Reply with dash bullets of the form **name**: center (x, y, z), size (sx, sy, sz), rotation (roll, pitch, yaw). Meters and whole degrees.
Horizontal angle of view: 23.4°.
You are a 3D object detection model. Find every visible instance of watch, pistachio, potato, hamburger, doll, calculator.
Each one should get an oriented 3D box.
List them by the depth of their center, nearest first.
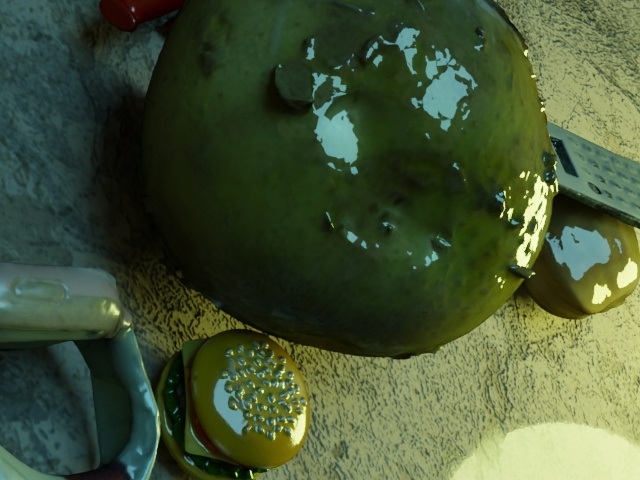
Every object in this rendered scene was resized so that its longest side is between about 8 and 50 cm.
- **watch**: center (-0.263, 0.151, 1.367), size (0.253, 0.162, 0.241), rotation (6, 77, -41)
- **hamburger**: center (-0.087, 0.165, 1.545), size (0.162, 0.115, 0.162), rotation (25, 51, -34)
- **potato**: center (0.027, -0.054, 1.561), size (0.442, 0.385, 0.319), rotation (19, 52, -12)
- **doll**: center (-0.108, -0.323, 1.768), size (0.099, 0.188, 0.384), rotation (37, 27, 11)
- **calculator**: center (0.352, -0.086, 2.003), size (0.261, 0.021, 0.161), rotation (21, 34, -26)
- **pistachio**: center (0.320, -0.019, 2.043), size (0.213, 0.163, 0.260), rotation (22, 41, -65)
